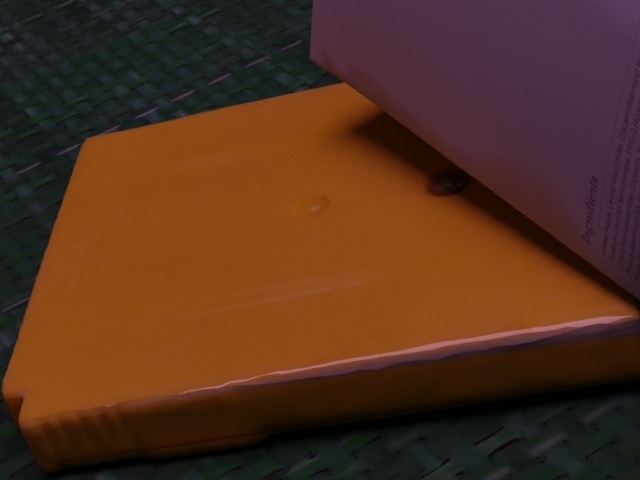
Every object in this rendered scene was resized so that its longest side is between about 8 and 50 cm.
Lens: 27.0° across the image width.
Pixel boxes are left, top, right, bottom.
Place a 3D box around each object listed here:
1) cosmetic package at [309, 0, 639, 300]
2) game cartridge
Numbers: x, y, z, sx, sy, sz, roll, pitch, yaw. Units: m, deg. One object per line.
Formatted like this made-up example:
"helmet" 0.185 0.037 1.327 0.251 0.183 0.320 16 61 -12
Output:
"cosmetic package" 0.173 -0.097 0.654 0.197 0.155 0.365 -22 44 -29
"game cartridge" 0.000 0.000 0.751 0.324 0.052 0.285 -11 34 10
